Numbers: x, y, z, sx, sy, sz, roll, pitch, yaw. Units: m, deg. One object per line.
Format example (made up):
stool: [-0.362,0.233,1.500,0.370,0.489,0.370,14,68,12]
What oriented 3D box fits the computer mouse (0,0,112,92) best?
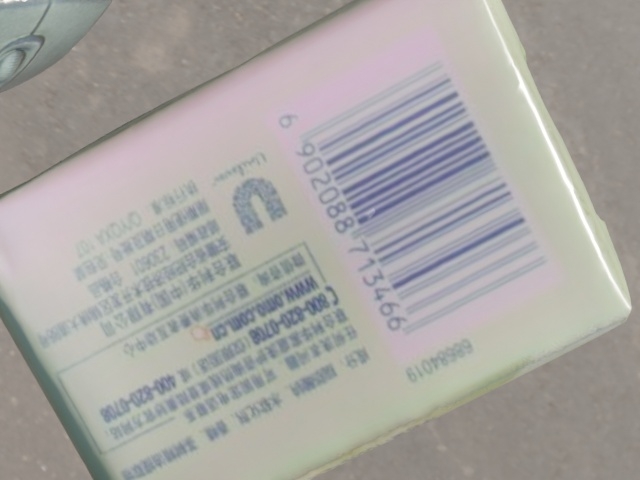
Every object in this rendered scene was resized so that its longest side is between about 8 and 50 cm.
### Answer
computer mouse: [-0.331,-0.173,1.081,0.188,0.371,0.122,-19,103,-46]

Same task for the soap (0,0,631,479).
soap: [0.000,0.000,0.484,0.199,0.182,0.138,-27,93,8]
